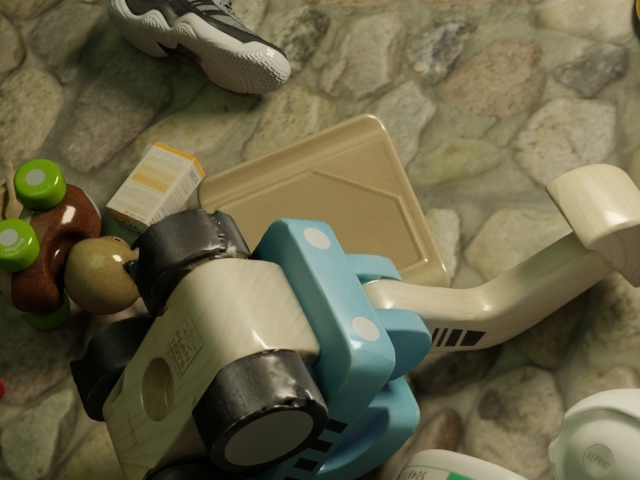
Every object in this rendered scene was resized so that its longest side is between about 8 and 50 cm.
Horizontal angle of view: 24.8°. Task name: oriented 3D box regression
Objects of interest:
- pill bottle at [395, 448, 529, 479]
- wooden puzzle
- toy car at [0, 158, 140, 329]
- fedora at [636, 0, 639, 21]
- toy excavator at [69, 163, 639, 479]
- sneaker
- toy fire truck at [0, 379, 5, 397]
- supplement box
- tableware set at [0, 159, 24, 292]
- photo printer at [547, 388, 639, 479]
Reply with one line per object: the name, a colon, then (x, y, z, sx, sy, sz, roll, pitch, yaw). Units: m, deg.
pill bottle: (0.076, 0.366, 1.155, 0.204, 0.204, 0.361, 20, 65, 28)
wooden puzzle: (0.000, 0.000, 1.531, 0.221, 0.044, 0.239, -22, 58, 3)
toy car: (-0.229, 0.019, 1.529, 0.188, 0.155, 0.149, 11, 61, 13)
fedora: (0.428, -0.285, 1.555, 0.194, 0.079, 0.194, -8, 55, 12)
toy excavator: (0.053, 0.088, 1.353, 0.433, 0.445, 0.222, -56, 48, 33)
sneaker: (-0.118, -0.274, 1.710, 0.268, 0.101, 0.153, 24, 70, 33)
toy fire truck: (-0.443, 0.179, 1.547, 0.192, 0.047, 0.135, -43, 54, -13)
supplement box: (-0.184, -0.055, 1.626, 0.062, 0.036, 0.098, 24, 67, 29)
tableware set: (-0.387, -0.002, 1.655, 0.128, 0.039, 0.194, 33, 72, 33)
photo printer: (0.338, 0.216, 1.146, 0.307, 0.256, 0.107, 30, 99, 32)
